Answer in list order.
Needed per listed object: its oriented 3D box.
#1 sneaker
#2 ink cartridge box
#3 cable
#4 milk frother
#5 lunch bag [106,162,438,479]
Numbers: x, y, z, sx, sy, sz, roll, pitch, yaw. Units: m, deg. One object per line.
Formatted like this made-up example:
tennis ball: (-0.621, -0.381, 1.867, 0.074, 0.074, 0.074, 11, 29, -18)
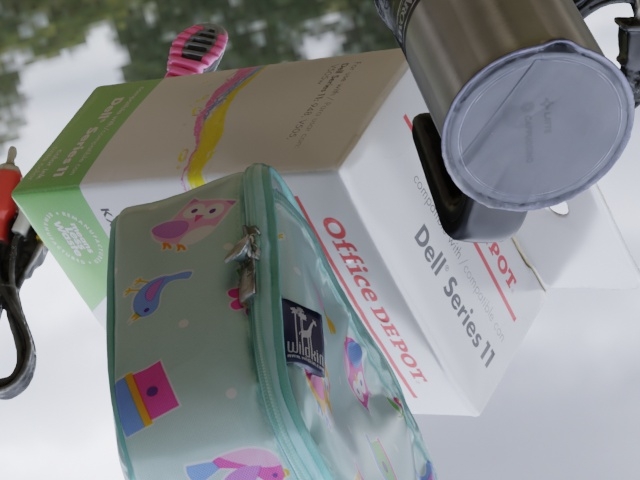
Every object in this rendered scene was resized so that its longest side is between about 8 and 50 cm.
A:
sneaker: (-0.120, -0.145, 1.677, 0.047, 0.057, 0.119, 21, -115, 14)
ink cartridge box: (0.000, 0.000, 1.159, 0.353, 0.207, 0.119, -3, -140, 40)
cable: (-0.329, 0.023, 1.910, 0.139, 0.072, 0.287, 8, -124, 10)
milk frother: (0.108, -0.075, 0.819, 0.143, 0.129, 0.135, -12, -139, -5)
lunch bag: (-0.015, 0.104, 0.957, 0.108, 0.279, 0.224, -17, -141, 12)
